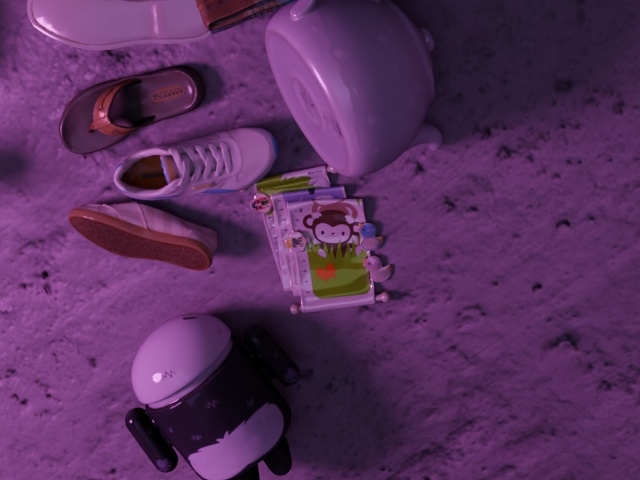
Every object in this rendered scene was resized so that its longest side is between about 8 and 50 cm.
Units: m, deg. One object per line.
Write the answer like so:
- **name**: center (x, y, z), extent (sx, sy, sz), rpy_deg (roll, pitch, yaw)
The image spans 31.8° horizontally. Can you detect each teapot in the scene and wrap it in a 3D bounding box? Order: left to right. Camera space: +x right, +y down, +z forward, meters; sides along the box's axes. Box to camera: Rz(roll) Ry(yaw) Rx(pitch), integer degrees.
- **teapot**: center (0.058, -0.220, 1.414), extent (0.187, 0.256, 0.253), rpy_deg (-31, 86, -10)

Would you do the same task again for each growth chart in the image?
- **growth chart**: center (0.000, 0.000, 1.606), extent (0.171, 0.021, 0.237), rpy_deg (-16, 110, 11)

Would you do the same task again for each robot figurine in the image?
- **robot figurine**: center (-0.153, 0.236, 1.639), extent (0.173, 0.209, 0.278), rpy_deg (-16, 115, 51)

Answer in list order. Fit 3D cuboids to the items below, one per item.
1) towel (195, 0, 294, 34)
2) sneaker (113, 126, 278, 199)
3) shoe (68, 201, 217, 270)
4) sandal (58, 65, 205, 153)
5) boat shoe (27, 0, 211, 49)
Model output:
- **towel**: center (0.003, -0.411, 1.313), extent (0.370, 0.040, 0.271), rpy_deg (-22, 65, 3)
- **sneaker**: center (-0.169, -0.099, 1.537), extent (0.228, 0.092, 0.087), rpy_deg (-14, 91, 10)
- **shoe**: center (-0.252, -0.013, 1.614), extent (0.219, 0.058, 0.077), rpy_deg (16, 144, 4)
- **sandal**: center (-0.263, -0.177, 1.541), extent (0.219, 0.060, 0.090), rpy_deg (-14, 109, 12)
- **boat shoe**: center (-0.253, -0.305, 1.480), extent (0.254, 0.079, 0.095), rpy_deg (-2, 109, 5)
